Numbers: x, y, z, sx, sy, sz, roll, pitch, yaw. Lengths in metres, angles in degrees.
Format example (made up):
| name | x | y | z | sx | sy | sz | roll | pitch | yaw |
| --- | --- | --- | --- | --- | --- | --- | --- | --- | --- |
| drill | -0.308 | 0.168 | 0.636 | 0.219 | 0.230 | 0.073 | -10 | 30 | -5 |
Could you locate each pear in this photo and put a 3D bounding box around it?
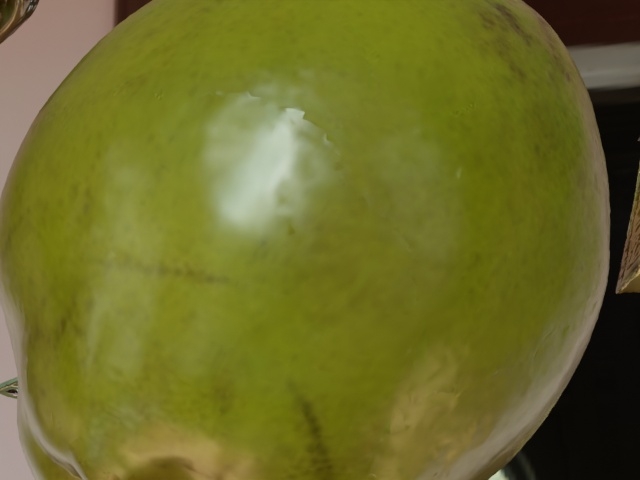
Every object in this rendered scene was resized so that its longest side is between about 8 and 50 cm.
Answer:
| name | x | y | z | sx | sy | sz | roll | pitch | yaw |
| --- | --- | --- | --- | --- | --- | --- | --- | --- | --- |
| pear | 0.000 | 0.000 | 0.440 | 0.212 | 0.269 | 0.212 | 16 | -44 | 16 |

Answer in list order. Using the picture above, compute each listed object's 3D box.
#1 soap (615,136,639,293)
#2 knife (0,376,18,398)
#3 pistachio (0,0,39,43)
| name | x | y | z | sx | sy | sz | roll | pitch | yaw |
| --- | --- | --- | --- | --- | --- | --- | --- | --- | --- |
| soap | 0.372 | -0.050 | 1.242 | 0.076 | 0.233 | 0.135 | 21 | -42 | -1 |
| knife | -0.220 | 0.121 | 1.195 | 0.293 | 0.020 | 0.043 | -19 | -44 | 36 |
| pistachio | -0.269 | -0.195 | 0.875 | 0.124 | 0.124 | 0.185 | 15 | 6 | -43 |
